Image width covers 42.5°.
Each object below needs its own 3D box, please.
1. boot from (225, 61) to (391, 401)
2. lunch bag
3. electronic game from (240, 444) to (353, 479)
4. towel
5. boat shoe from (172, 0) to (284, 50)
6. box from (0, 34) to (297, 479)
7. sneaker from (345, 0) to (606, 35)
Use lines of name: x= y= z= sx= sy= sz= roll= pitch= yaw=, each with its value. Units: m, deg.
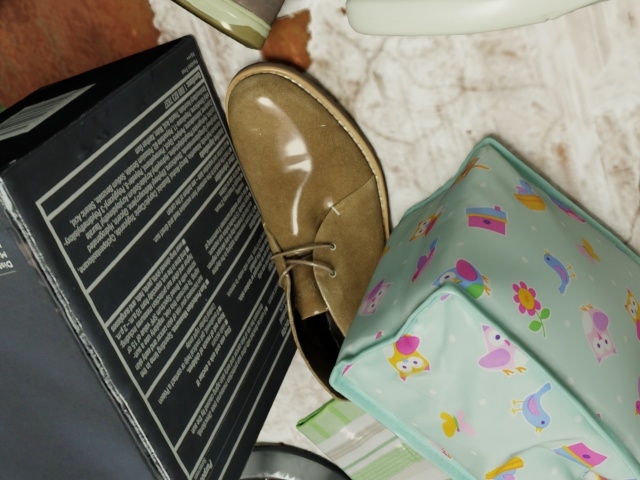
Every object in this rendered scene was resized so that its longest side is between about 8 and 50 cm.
boot: x=0.000 y=0.000 z=0.691 sx=0.112 sy=0.115 sz=0.305 roll=-15 pitch=112 yaw=26
lunch bag: x=0.165 y=0.087 z=0.625 sx=0.262 sy=0.223 sz=0.160 roll=40 pitch=128 yaw=-10
electronic game: x=-0.046 y=0.329 z=0.932 sx=0.229 sy=0.048 sz=0.229 roll=4 pitch=115 yaw=8
towel: x=0.061 y=0.219 z=0.852 sx=0.152 sy=0.023 sz=0.113 roll=43 pitch=121 yaw=-9
boat shoe: x=-0.118 y=-0.230 z=0.621 sx=0.223 sy=0.080 sz=0.073 roll=37 pitch=94 yaw=9
box: x=-0.168 y=0.038 z=0.653 sx=0.182 sy=0.296 sz=0.294 roll=-13 pitch=114 yaw=22
sneaker: x=0.174 y=-0.222 z=0.515 sx=0.350 sy=0.131 sz=0.148 roll=-9 pitch=103 yaw=21
